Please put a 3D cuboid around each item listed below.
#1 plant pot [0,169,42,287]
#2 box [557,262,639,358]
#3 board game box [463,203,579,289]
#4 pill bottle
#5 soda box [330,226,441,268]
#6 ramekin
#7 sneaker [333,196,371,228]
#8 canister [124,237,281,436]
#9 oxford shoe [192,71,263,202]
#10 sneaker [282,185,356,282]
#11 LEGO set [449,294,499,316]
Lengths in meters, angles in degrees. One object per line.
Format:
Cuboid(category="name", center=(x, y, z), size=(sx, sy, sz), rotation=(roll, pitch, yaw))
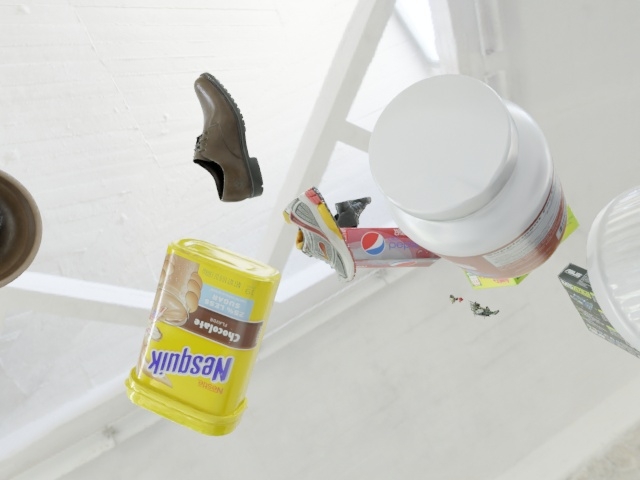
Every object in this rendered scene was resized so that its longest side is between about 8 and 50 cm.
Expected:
Cuboid(category="plant pot", center=(-0.749, -0.021, 1.053), size=(0.263, 0.229, 0.263), rotation=(1, -91, -43))
Cuboid(category="box", center=(0.543, 0.141, 0.915), size=(0.045, 0.190, 0.184), rotation=(-42, -62, -5))
Cuboid(category="board game box", center=(0.324, 0.011, 0.819), size=(0.181, 0.092, 0.043), rotation=(-34, -84, -27))
Cuboid(category="pill bottle", center=(0.123, -0.040, 0.404), size=(0.121, 0.121, 0.216), rotation=(-57, -32, 7))
Cuboid(category="soda box", center=(0.156, 0.018, 1.252), size=(0.263, 0.092, 0.083), rotation=(0, -106, -10))
Cuboid(category="ramekin", center=(0.392, 0.020, 0.503), size=(0.207, 0.109, 0.207), rotation=(3, -110, -8))
Cuboid(category="sneaker", center=(0.091, -0.073, 1.461), size=(0.170, 0.051, 0.089), rotation=(-14, -88, -43))
Cuboid(category="canister", center=(-0.120, 0.095, 0.525), size=(0.126, 0.073, 0.170), rotation=(19, -80, 10))
Cuboid(category="oxford shoe", center=(-0.176, -0.173, 0.857), size=(0.096, 0.083, 0.227), rotation=(-20, -88, -28))
Cuboid(category="sneaker", center=(0.000, 0.000, 0.995), size=(0.092, 0.088, 0.225), rotation=(-29, -58, 3))
Cuboid(category="LEGO set", center=(0.254, 0.114, 0.846), size=(0.054, 0.083, 0.023), rotation=(3, -76, -67))
